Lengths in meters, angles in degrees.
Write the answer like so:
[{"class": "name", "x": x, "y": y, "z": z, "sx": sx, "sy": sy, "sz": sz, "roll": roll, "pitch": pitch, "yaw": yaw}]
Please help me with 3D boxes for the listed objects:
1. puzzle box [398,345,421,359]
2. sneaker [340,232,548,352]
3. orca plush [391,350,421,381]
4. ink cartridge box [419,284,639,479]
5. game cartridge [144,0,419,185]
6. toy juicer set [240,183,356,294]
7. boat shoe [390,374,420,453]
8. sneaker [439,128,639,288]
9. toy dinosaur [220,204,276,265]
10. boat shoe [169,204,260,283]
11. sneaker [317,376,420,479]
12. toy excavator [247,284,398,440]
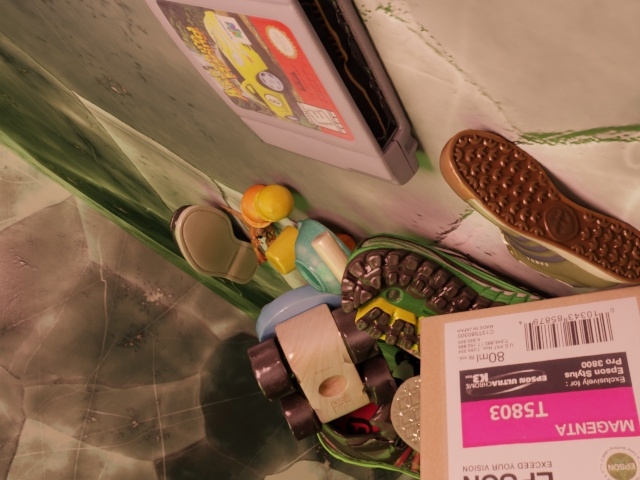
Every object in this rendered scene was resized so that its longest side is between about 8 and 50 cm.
[{"class": "puzzle box", "x": 0.283, "y": 0.219, "z": 1.131, "sx": 0.409, "sy": 0.052, "sz": 0.272, "roll": 31, "pitch": 165, "yaw": 8}, {"class": "sneaker", "x": 0.191, "y": 0.079, "z": 0.779, "sx": 0.344, "sy": 0.134, "sz": 0.146, "roll": 28, "pitch": -157, "yaw": -6}, {"class": "orca plush", "x": 0.230, "y": 0.357, "z": 1.600, "sx": 0.102, "sy": 0.151, "sz": 0.287, "roll": -3, "pitch": 142, "yaw": -11}, {"class": "ink cartridge box", "x": 0.210, "y": 0.154, "z": 0.595, "sx": 0.235, "sy": 0.193, "sz": 0.088, "roll": -13, "pitch": 141, "yaw": 24}, {"class": "game cartridge", "x": -0.043, "y": -0.161, "z": 0.563, "sx": 0.196, "sy": 0.060, "sz": 0.294, "roll": 27, "pitch": 165, "yaw": 38}, {"class": "toy juicer set", "x": 0.000, "y": 0.000, "z": 0.962, "sx": 0.329, "sy": 0.089, "sz": 0.209, "roll": 29, "pitch": 155, "yaw": 51}, {"class": "boat shoe", "x": 0.335, "y": 0.373, "z": 1.072, "sx": 0.500, "sy": 0.186, "sz": 0.156, "roll": 26, "pitch": 178, "yaw": 43}, {"class": "sneaker", "x": 0.170, "y": -0.014, "z": 0.556, "sx": 0.192, "sy": 0.064, "sz": 0.086, "roll": 31, "pitch": 161, "yaw": -6}, {"class": "toy dinosaur", "x": -0.112, "y": -0.020, "z": 1.210, "sx": 0.211, "sy": 0.064, "sz": 0.112, "roll": 9, "pitch": 121, "yaw": 68}, {"class": "boat shoe", "x": -0.234, "y": -0.001, "z": 1.360, "sx": 0.113, "sy": 0.127, "sz": 0.340, "roll": 23, "pitch": 176, "yaw": 23}, {"class": "sneaker", "x": 0.198, "y": 0.394, "z": 1.386, "sx": 0.483, "sy": 0.185, "sz": 0.202, "roll": -5, "pitch": 142, "yaw": 21}, {"class": "toy excavator", "x": -0.013, "y": 0.198, "z": 1.409, "sx": 0.445, "sy": 0.222, "sz": 0.432, "roll": -115, "pitch": 2, "yaw": -49}]
